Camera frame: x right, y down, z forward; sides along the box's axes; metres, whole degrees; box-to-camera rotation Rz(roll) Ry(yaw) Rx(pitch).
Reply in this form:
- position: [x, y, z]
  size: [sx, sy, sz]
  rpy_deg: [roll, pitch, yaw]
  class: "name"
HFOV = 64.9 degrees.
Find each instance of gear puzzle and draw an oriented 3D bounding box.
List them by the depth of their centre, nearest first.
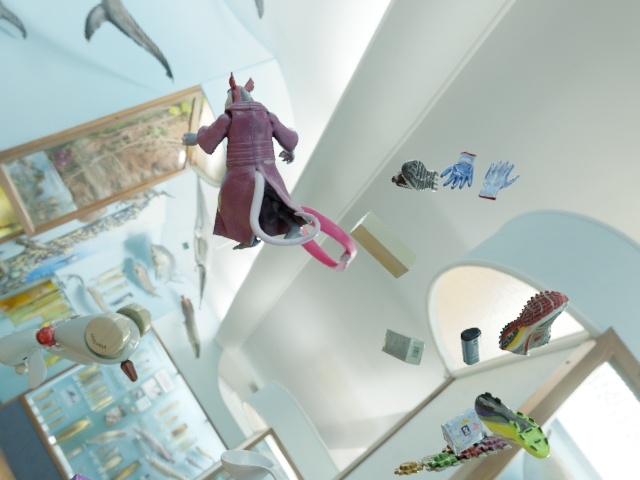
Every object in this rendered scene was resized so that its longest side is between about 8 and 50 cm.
- position: [0.369, 0.625, 1.479]
  size: [0.175, 0.339, 0.044]
  rpy_deg: [123, -46, -73]
  class: "gear puzzle"

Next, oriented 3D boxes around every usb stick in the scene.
- position: [0.543, 0.382, 1.805]
  size: [0.278, 0.077, 0.045]
  rpy_deg: [63, 9, -54]
  class: "usb stick"

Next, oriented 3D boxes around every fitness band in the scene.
- position: [0.000, 0.000, 1.404]
  size: [0.209, 0.054, 0.291]
  rpy_deg: [37, -14, 6]
  class: "fitness band"

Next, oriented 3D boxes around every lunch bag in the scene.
- position: [0.276, 0.369, 0.979]
  size: [0.053, 0.071, 0.083]
  rpy_deg: [52, -15, 50]
  class: "lunch bag"

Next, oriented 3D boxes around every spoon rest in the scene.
- position: [-0.149, 0.577, 1.247]
  size: [0.276, 0.137, 0.084]
  rpy_deg: [12, -94, 53]
  class: "spoon rest"

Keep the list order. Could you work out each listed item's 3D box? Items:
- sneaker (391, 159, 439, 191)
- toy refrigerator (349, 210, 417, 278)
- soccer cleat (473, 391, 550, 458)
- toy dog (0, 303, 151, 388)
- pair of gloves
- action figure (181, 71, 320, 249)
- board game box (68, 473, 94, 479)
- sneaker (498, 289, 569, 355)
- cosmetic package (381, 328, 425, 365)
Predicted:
- position: [0.324, -0.234, 1.892]
  size: [0.163, 0.281, 0.106]
  rpy_deg: [6, -94, 34]
  class: "sneaker"
- position: [0.253, 0.020, 2.034]
  size: [0.269, 0.102, 0.094]
  rpy_deg: [43, -44, -5]
  class: "toy refrigerator"
- position: [0.631, 0.621, 1.663]
  size: [0.289, 0.094, 0.121]
  rpy_deg: [34, -40, 49]
  class: "soccer cleat"
- position: [-0.513, 0.245, 1.082]
  size: [0.334, 0.220, 0.160]
  rpy_deg: [-13, -89, 28]
  class: "toy dog"
- position: [0.439, -0.181, 1.386]
  size: [0.198, 0.159, 0.023]
  rpy_deg: [18, -34, 27]
  class: "pair of gloves"
- position: [-0.155, -0.165, 1.033]
  size: [0.276, 0.248, 0.369]
  rpy_deg: [-163, -116, -78]
  class: "action figure"
- position: [-0.341, 0.576, 0.832]
  size: [0.208, 0.056, 0.347]
  rpy_deg: [53, 0, -35]
  class: "board game box"
- position: [0.552, 0.212, 1.281]
  size: [0.093, 0.088, 0.225]
  rpy_deg: [22, -49, -7]
  class: "sneaker"
- position: [0.194, 0.249, 1.183]
  size: [0.115, 0.041, 0.060]
  rpy_deg: [8, -98, 69]
  class: "cosmetic package"
